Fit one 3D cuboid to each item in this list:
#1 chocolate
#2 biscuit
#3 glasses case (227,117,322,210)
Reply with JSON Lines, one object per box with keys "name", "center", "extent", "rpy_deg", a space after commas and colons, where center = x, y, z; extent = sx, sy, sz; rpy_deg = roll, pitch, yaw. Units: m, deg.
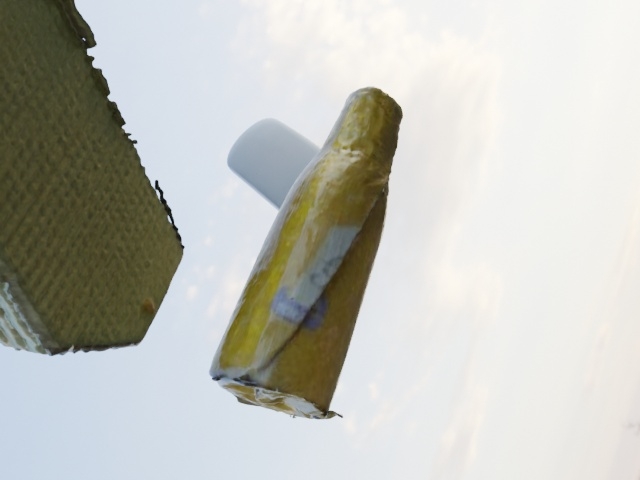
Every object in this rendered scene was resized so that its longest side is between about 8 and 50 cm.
{"name": "chocolate", "center": [0.000, 0.000, 0.636], "extent": [0.086, 0.085, 0.219], "rpy_deg": [58, -133, -60]}
{"name": "biscuit", "center": [-0.157, -0.031, 0.564], "extent": [0.252, 0.052, 0.150], "rpy_deg": [69, -149, -41]}
{"name": "glasses case", "center": [-0.035, -0.073, 1.053], "extent": [0.081, 0.204, 0.051], "rpy_deg": [-47, -53, -1]}
